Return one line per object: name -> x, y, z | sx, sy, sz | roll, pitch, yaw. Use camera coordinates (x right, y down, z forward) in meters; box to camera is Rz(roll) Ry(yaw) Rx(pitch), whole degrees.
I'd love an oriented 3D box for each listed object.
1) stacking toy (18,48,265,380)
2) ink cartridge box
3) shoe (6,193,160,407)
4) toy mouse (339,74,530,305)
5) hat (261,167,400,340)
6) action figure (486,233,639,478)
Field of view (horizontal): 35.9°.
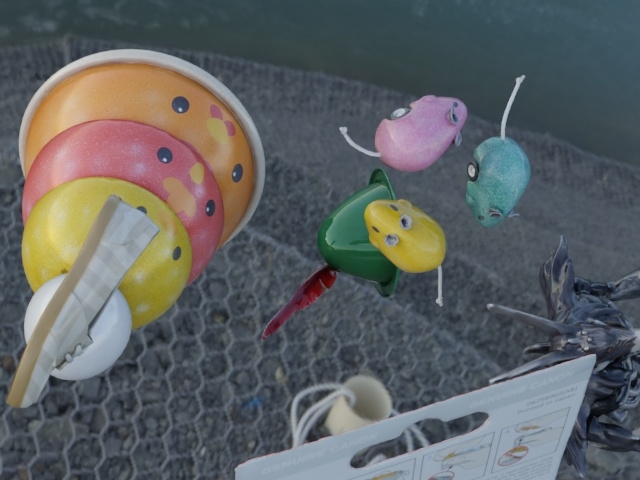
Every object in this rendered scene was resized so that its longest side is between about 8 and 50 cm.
stacking toy -> -0.257, 0.005, 1.251 | 0.350, 0.351, 0.480 | 15, 35, -9
ink cartridge box -> 0.041, 0.142, 0.548 | 0.189, 0.232, 0.066 | -15, 43, -14
shoe -> -0.224, 0.064, 0.925 | 0.058, 0.076, 0.219 | 29, 84, -11
toy mouse -> 0.086, -0.044, 0.613 | 0.161, 0.143, 0.031 | 41, 4, -35
hat -> 0.000, 0.000, 1.295 | 0.183, 0.173, 0.208 | -3, 24, -10
action figure -> 0.242, 0.077, 0.666 | 0.275, 0.141, 0.164 | 13, 62, -37
